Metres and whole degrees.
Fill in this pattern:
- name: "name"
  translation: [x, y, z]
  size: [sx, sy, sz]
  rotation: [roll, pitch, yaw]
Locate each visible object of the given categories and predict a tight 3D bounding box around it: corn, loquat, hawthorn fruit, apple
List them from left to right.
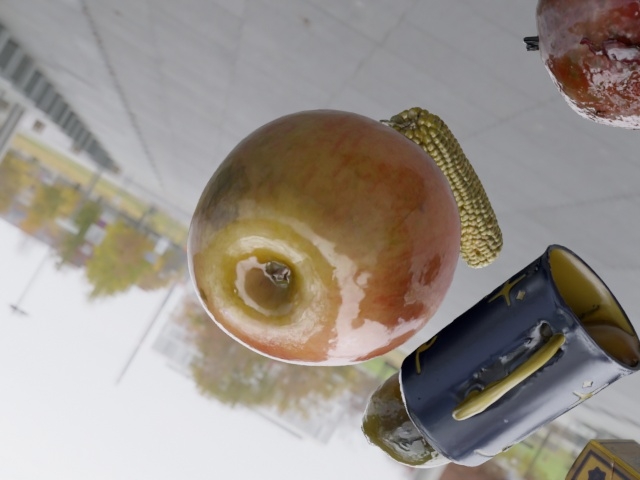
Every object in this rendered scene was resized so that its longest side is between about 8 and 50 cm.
- name: "apple"
  translation: [0.000, 0.000, 1.803]
  size: [0.364, 0.364, 0.364]
  rotation: [30, 177, 2]
- name: "loquat"
  translation: [0.147, 0.259, 1.961]
  size: [0.195, 0.152, 0.152]
  rotation: [-18, 158, 17]
- name: "corn"
  translation: [0.199, -0.090, 2.092]
  size: [0.310, 0.101, 0.101]
  rotation: [53, 166, -26]
- name: "hawthorn fruit"
  translation: [0.433, -0.281, 1.733]
  size: [0.316, 0.316, 0.316]
  rotation: [30, 177, 2]

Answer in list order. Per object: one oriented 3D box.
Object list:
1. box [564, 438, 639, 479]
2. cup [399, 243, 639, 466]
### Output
- name: "box"
  translation: [0.526, 0.413, 1.966]
  size: [0.301, 0.084, 0.193]
  rotation: [38, -168, 30]
- name: "cup"
  translation: [0.211, 0.140, 1.591]
  size: [0.255, 0.256, 0.178]
  rotation: [18, -140, -51]
